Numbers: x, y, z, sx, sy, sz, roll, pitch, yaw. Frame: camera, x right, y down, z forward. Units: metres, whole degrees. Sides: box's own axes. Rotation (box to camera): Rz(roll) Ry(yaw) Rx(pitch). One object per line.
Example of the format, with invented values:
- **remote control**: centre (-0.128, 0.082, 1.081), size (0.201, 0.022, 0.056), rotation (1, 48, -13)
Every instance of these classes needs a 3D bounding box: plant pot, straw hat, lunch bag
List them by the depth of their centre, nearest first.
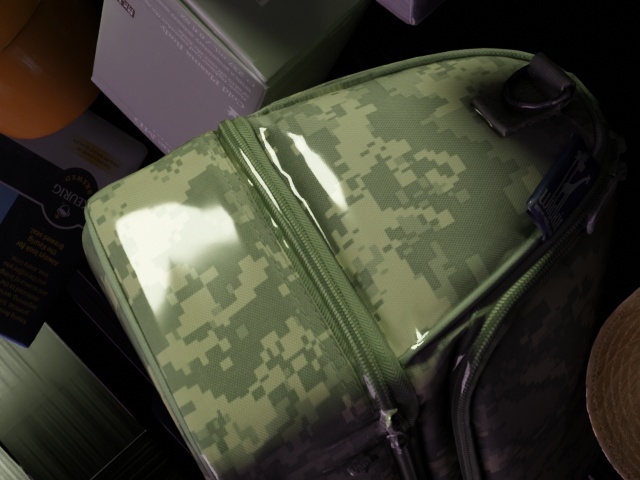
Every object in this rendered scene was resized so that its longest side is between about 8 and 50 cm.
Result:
- **straw hat**: centre (0.209, 0.073, 0.782), size (0.144, 0.144, 0.061), rotation (47, -157, 3)
- **lunch bag**: centre (0.043, 0.054, 0.839), size (0.212, 0.256, 0.305), rotation (56, 171, 34)
- **plant pot**: centre (-0.265, -0.179, 1.213), size (0.205, 0.205, 0.188), rotation (34, 174, 38)

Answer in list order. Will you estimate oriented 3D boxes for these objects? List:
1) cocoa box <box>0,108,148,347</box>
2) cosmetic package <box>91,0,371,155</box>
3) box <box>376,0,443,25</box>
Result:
- **cocoa box**: centre (-0.386, -0.091, 1.415), size (0.347, 0.228, 0.231), rotation (32, 177, -41)
- **cosmetic package**: centre (-0.061, -0.126, 0.953), size (0.127, 0.107, 0.238), rotation (44, 159, 4)
- **box**: centre (0.068, -0.184, 0.378), size (0.056, 0.183, 0.231), rotation (42, 163, 19)
